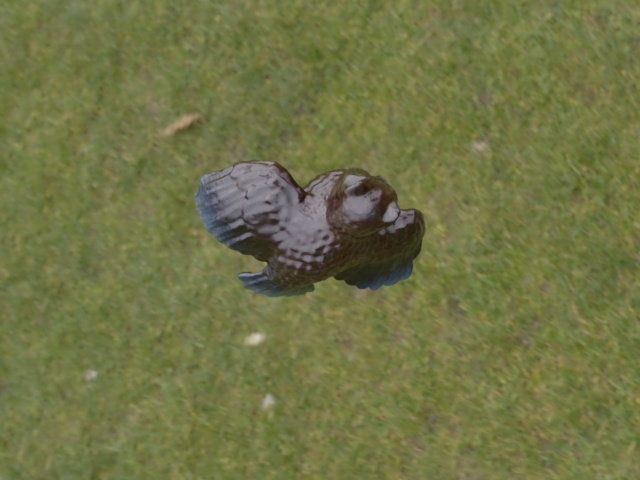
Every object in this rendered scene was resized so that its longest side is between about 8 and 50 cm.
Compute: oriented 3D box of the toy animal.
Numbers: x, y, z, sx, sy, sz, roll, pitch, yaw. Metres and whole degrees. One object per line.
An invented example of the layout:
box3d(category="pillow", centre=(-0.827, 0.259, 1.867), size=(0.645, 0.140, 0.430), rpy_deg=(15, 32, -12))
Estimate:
box3d(category="toy animal", centre=(0.004, -0.002, 1.116), size=(0.179, 0.218, 0.116), rpy_deg=(0, 70, 67))
